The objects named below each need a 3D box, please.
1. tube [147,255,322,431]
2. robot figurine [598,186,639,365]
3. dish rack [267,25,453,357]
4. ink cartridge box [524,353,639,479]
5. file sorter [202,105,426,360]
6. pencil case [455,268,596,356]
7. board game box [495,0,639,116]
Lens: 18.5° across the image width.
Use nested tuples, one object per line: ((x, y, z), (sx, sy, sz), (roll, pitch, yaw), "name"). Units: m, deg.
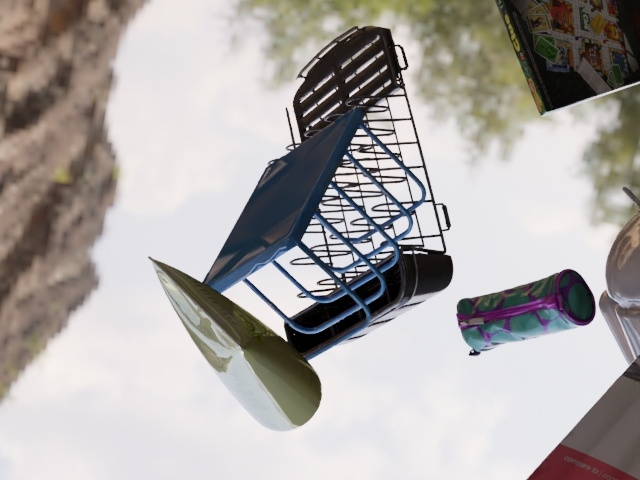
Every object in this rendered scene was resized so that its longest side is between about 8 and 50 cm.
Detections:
((-0.054, 0.078, 1.392), (0.070, 0.062, 0.240), (0, 161, 15), "tube")
((0.449, 0.093, 2.245), (0.300, 0.353, 0.200), (-13, -167, 46), "robot figurine")
((0.024, -0.049, 1.753), (0.074, 0.271, 0.208), (-3, 162, -33), "dish rack")
((0.307, 0.199, 1.631), (0.117, 0.207, 0.283), (24, -122, 42), "ink cartridge box")
((0.000, 0.000, 1.587), (0.104, 0.118, 0.170), (44, -138, -16), "file sorter")
((0.215, 0.076, 2.074), (0.152, 0.064, 0.070), (-19, 169, 41), "pencil case")
((0.226, -0.258, 1.866), (0.136, 0.259, 0.030), (-19, 172, -8), "board game box")
